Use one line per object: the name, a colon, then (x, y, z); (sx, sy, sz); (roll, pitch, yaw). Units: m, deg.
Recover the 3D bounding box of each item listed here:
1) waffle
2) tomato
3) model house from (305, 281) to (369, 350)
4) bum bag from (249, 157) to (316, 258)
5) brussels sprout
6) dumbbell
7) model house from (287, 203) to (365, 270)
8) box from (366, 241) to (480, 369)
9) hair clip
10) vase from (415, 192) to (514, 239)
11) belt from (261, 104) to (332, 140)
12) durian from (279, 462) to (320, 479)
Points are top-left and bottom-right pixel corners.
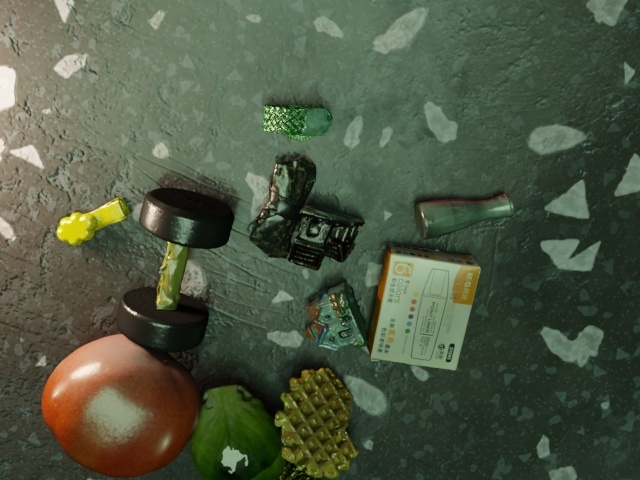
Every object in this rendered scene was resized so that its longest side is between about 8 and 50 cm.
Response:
waffle: (0.003, 0.430, 1.852); (0.249, 0.056, 0.253); (31, 63, -28)
tomato: (-0.428, 0.347, 1.727); (0.341, 0.341, 0.272); (29, 109, -10)
model house: (0.022, 0.193, 1.821); (0.149, 0.119, 0.148); (-23, 105, 12)
bum bag: (-0.086, -0.074, 1.758); (0.102, 0.069, 0.248); (5, 108, -43)
brussels sprout: (-0.200, 0.469, 1.843); (0.219, 0.210, 0.271); (-17, 90, -2)
dumbbell: (-0.322, 0.063, 1.719); (0.204, 0.204, 0.322); (15, 105, -6)
model house: (0.007, 0.002, 1.762); (0.165, 0.106, 0.152); (17, 106, -12)
box: (0.237, 0.155, 1.823); (0.221, 0.091, 0.273); (7, 106, -5)
hair clip: (-0.518, -0.039, 1.764); (0.173, 0.046, 0.072); (-21, 101, 5)
vase: (0.330, -0.062, 1.775); (0.214, 0.086, 0.086); (-11, 106, -4)
belt: (-0.051, -0.253, 1.684); (0.151, 0.121, 0.079); (1, 103, -7)
durian: (-0.094, 0.678, 1.921); (0.237, 0.176, 0.200); (-42, 123, -2)
